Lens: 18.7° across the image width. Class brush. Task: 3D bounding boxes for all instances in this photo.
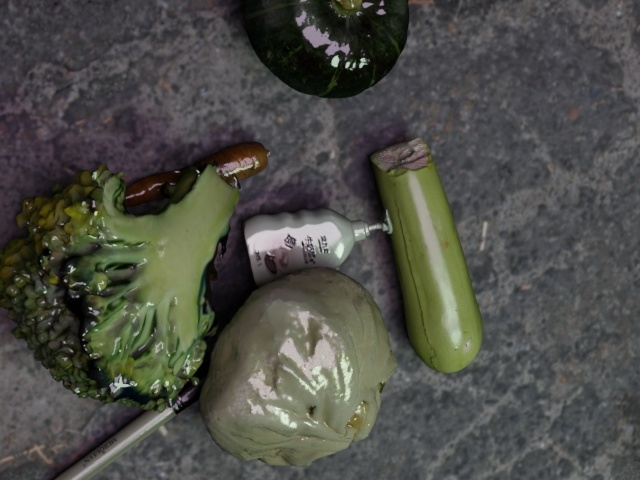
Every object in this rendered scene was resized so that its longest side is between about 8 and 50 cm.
[{"bbox_3d":[-0.162,0.175,1.959,0.299,0.042,0.039,-37,112,-8],"label":"brush"}]

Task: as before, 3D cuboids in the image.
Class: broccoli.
[{"bbox_3d":[-0.207,0.033,1.863,0.242,0.180,0.273,55,45,-34],"label":"broccoli"}]

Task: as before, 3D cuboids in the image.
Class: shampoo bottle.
[{"bbox_3d":[0.000,0.000,1.962,0.152,0.045,0.077,-12,104,-6],"label":"shampoo bottle"}]

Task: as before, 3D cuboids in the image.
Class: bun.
[{"bbox_3d":[-0.010,0.138,1.917,0.231,0.133,0.231,-37,148,-28],"label":"bun"}]

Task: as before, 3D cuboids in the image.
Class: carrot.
[{"bbox_3d":[-0.126,-0.061,1.925,0.165,0.035,0.035,-20,107,-15],"label":"carrot"}]

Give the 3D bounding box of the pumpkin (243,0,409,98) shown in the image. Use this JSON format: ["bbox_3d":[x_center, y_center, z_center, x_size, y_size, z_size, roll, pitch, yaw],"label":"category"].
[{"bbox_3d":[0.007,-0.221,1.898,0.167,0.125,0.167,-7,109,-21],"label":"pumpkin"}]

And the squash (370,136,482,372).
[{"bbox_3d":[0.111,0.021,2.009,0.083,0.083,0.250,-20,106,-17],"label":"squash"}]
